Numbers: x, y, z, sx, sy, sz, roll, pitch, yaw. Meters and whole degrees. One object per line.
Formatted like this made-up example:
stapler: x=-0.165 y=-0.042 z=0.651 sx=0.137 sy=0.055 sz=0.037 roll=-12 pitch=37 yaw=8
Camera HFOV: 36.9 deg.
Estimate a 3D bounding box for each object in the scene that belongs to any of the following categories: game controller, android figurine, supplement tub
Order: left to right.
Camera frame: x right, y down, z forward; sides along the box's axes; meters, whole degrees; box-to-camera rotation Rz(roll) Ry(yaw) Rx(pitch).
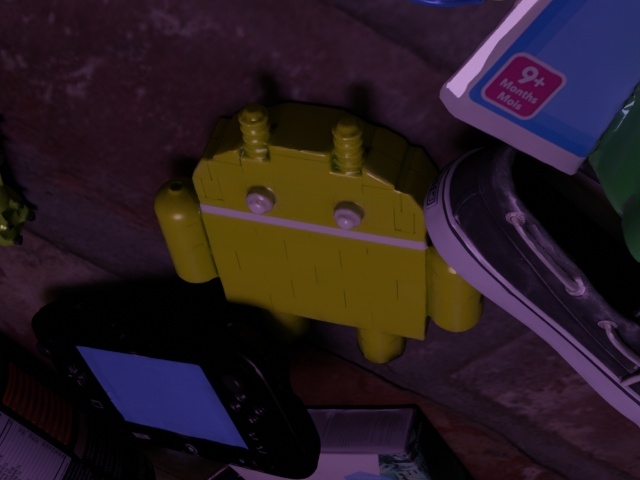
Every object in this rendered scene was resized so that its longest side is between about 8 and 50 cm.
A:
supplement tub: x=-0.365 y=0.250 z=1.079 sx=0.207 sy=0.207 sz=0.338 roll=-15 pitch=132 yaw=39
game controller: x=-0.138 y=0.132 z=0.870 sx=0.319 sy=0.067 sz=0.166 roll=2 pitch=119 yaw=42
android figurine: x=0.000 y=0.000 z=0.702 sx=0.248 sy=0.056 sz=0.273 roll=11 pitch=146 yaw=12

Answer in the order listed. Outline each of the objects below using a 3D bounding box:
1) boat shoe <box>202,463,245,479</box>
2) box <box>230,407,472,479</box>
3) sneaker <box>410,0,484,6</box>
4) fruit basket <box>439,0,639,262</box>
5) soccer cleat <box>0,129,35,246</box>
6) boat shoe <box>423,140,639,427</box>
boat shoe: x=-0.150 y=0.333 z=1.103 sx=0.081 sy=0.228 sz=0.068 roll=42 pitch=169 yaw=45
box: x=0.063 y=0.288 z=1.054 sx=0.232 sy=0.058 sz=0.322 roll=-7 pitch=139 yaw=33
sneaker: x=0.091 y=-0.129 z=0.421 sx=0.240 sy=0.126 sz=0.091 roll=24 pitch=145 yaw=-6
fruit basket: x=0.269 y=-0.099 z=0.310 sx=0.327 sy=0.165 sz=0.353 roll=16 pitch=141 yaw=-28
soccer cleat: x=-0.284 y=-0.054 z=0.760 sx=0.072 sy=0.060 sz=0.179 roll=15 pitch=148 yaw=9
boat shoe: x=0.211 y=0.035 z=0.597 sx=0.306 sy=0.113 sz=0.105 roll=39 pitch=156 yaw=-11
